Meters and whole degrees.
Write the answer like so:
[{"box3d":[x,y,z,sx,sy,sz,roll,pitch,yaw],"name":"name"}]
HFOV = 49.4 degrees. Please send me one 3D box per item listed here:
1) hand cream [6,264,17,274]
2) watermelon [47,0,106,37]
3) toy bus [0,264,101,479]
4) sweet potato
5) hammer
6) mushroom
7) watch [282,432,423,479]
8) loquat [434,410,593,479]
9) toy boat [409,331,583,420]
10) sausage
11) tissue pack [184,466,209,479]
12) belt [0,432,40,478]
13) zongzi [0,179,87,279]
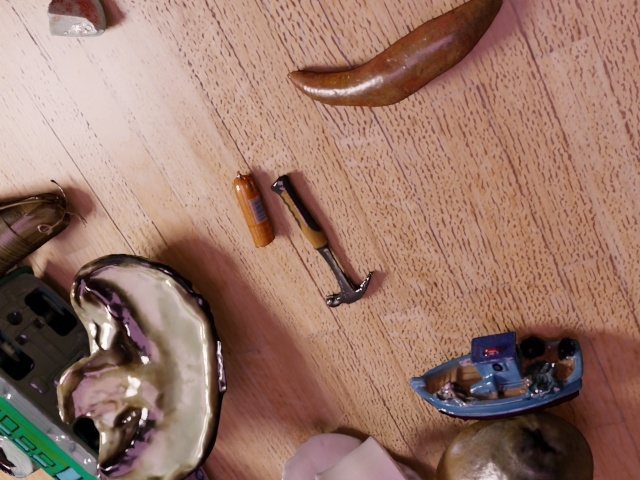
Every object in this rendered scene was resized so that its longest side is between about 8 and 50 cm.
[{"box3d":[-0.565,0.084,1.155,0.088,0.055,0.256,49,129,-7],"name":"hand cream"},{"box3d":[-0.301,-0.273,0.840,0.085,0.061,0.085,12,119,23],"name":"watermelon"},{"box3d":[-0.431,0.232,1.111,0.343,0.184,0.199,47,129,-9],"name":"toy bus"},{"box3d":[0.079,-0.190,0.757,0.255,0.058,0.078,-16,96,30],"name":"sweet potato"},{"box3d":[0.000,0.000,0.915,0.078,0.021,0.201,-21,111,28],"name":"hammer"},{"box3d":[-0.258,0.184,1.008,0.247,0.130,0.345,-17,95,-3],"name":"mushroom"},{"box3d":[0.060,0.380,0.972,0.196,0.231,0.244,-35,81,-7],"name":"watch"},{"box3d":[0.256,0.316,0.919,0.179,0.179,0.227,41,128,-6],"name":"loquat"},{"box3d":[0.220,0.170,0.886,0.223,0.100,0.097,-16,122,25],"name":"toy boat"},{"box3d":[-0.089,-0.043,0.917,0.031,0.031,0.107,-8,114,23],"name":"sausage"},{"box3d":[-0.270,0.552,1.201,0.160,0.242,0.339,-9,115,27],"name":"tissue pack"},{"box3d":[-0.591,0.391,1.334,0.140,0.058,0.105,39,118,-1],"name":"belt"},{"box3d":[-0.464,-0.044,1.042,0.187,0.184,0.084,-34,141,-1],"name":"zongzi"}]
